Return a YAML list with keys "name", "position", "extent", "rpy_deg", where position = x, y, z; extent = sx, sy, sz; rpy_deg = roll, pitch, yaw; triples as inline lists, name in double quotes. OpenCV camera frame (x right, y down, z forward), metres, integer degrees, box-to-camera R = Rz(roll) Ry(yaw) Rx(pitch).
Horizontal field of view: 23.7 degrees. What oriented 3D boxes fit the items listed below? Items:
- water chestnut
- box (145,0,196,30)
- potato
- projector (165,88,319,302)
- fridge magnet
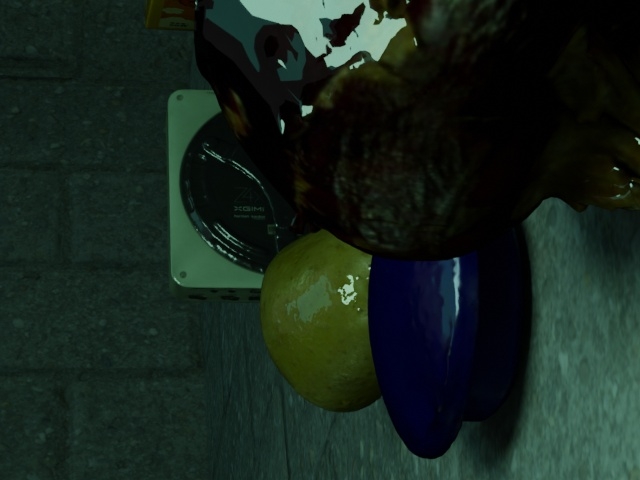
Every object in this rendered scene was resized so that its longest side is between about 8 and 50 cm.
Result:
- name: "water chestnut"
  position: [0.109, -0.127, 0.956]
  extent: [0.335, 0.347, 0.335]
  rpy_deg: [-53, -18, -25]
- name: "box"
  position: [-0.065, -0.397, 1.837]
  extent: [0.214, 0.284, 0.259]
  rpy_deg: [135, 135, -77]
- name: "potato"
  position: [0.043, 0.061, 1.574]
  extent: [0.158, 0.178, 0.203]
  rpy_deg: [-37, 26, 58]
- name: "projector"
  position: [-0.047, -0.056, 1.763]
  extent: [0.079, 0.257, 0.259]
  rpy_deg: [109, 159, -62]
- name: "fridge magnet"
  position: [0.103, 0.056, 1.324]
  extent: [0.265, 0.113, 0.265]
  rpy_deg: [-179, 90, -80]
